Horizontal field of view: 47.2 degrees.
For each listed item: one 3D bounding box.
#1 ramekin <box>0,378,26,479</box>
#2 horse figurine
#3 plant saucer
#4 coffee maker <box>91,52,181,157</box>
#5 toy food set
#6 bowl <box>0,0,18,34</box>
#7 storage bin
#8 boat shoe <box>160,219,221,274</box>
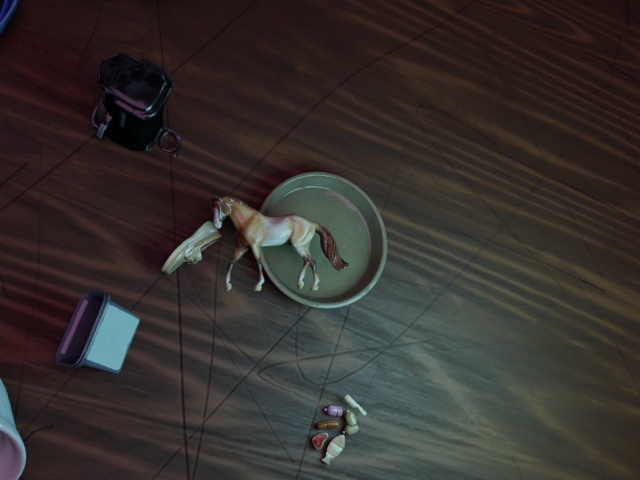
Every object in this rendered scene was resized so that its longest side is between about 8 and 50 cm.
[{"bbox_3d":[-0.580,0.287,1.054,0.277,0.277,0.135,-11,46,-22],"label":"ramekin"},{"bbox_3d":[-0.079,0.008,1.371,0.263,0.066,0.174,1,83,-17],"label":"horse figurine"},{"bbox_3d":[0.000,0.000,1.457,0.278,0.041,0.278,5,75,-19],"label":"plant saucer"},{"bbox_3d":[-0.321,-0.243,1.324,0.171,0.178,0.120,9,75,-18],"label":"coffee maker"},{"bbox_3d":[0.027,0.355,1.394,0.078,0.019,0.122,46,75,-4],"label":"toy food set"},{"bbox_3d":[-0.733,-0.473,1.286,0.391,0.077,0.391,5,76,-19],"label":"bowl"},{"bbox_3d":[-0.380,0.165,1.260,0.091,0.098,0.135,35,65,-39],"label":"storage bin"},{"bbox_3d":[-0.238,0.019,1.360,0.045,0.050,0.135,44,67,0],"label":"boat shoe"}]
